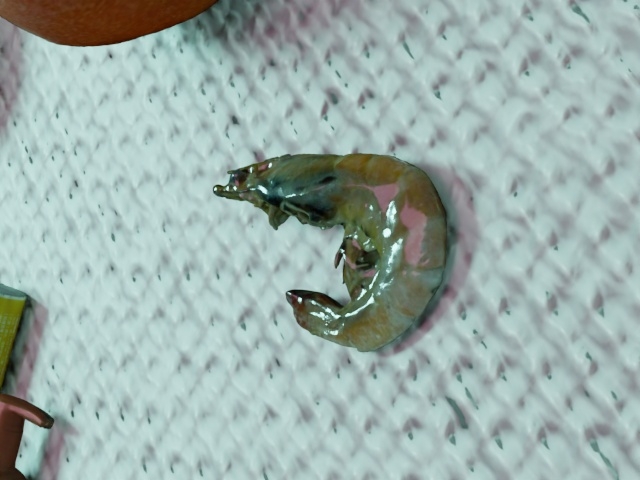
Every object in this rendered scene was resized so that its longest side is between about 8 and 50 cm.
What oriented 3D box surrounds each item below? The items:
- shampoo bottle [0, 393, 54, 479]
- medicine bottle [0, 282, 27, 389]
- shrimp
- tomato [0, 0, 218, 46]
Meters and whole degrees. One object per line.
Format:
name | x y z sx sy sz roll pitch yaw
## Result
shampoo bottle | -0.314 0.261 1.583 0.085 0.085 0.244 25 100 51
medicine bottle | -0.340 0.148 1.655 0.074 0.074 0.218 22 97 52
shrimp | -0.002 0.000 1.276 0.251 0.052 0.143 15 96 51
tomato | -0.191 -0.338 1.417 0.341 0.273 0.341 -8 79 50
